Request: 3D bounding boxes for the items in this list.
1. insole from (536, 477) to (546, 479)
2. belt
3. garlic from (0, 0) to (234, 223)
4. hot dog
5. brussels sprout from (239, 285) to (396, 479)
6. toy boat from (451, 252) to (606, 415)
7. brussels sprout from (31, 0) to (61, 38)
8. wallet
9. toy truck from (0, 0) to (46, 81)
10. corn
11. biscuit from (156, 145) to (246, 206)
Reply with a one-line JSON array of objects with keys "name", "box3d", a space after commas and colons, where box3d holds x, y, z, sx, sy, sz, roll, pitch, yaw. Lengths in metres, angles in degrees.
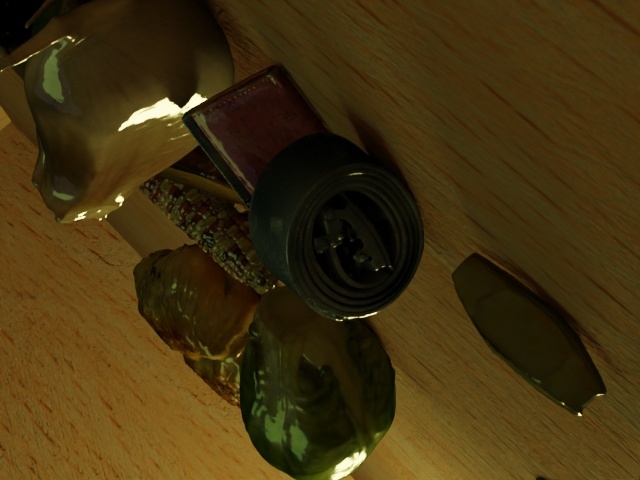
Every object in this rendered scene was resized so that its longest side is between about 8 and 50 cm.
[{"name": "insole", "box3d": [0.285, 0.305, 1.899, 0.045, 0.002, 0.135, 48, 170, -2]}, {"name": "belt", "box3d": [0.015, -0.010, 1.452, 0.082, 0.141, 0.190, 41, 170, 44]}, {"name": "garlic", "box3d": [-0.227, -0.194, 1.586, 0.340, 0.246, 0.231, 73, 171, -67]}, {"name": "hot dog", "box3d": [-0.150, 0.149, 2.670, 0.367, 0.196, 0.365, 44, 173, -7]}, {"name": "brussels sprout", "box3d": [-0.009, 0.190, 2.150, 0.210, 0.219, 0.271, 18, 133, 39]}, {"name": "toy boat", "box3d": [0.174, 0.077, 1.343, 0.172, 0.065, 0.066, 47, -170, 22]}, {"name": "brussels sprout", "box3d": [-0.259, -0.225, 1.840, 0.161, 0.143, 0.181, 11, 173, -16]}, {"name": "wallet", "box3d": [-0.024, -0.060, 1.558, 0.232, 0.119, 0.025, 53, -154, -23]}, {"name": "toy truck", "box3d": [-0.361, -0.264, 2.123, 0.367, 0.146, 0.175, 48, 178, 20]}, {"name": "corn", "box3d": [-0.155, -0.037, 2.239, 0.290, 0.098, 0.098, 42, 169, 17]}, {"name": "biscuit", "box3d": [-0.178, -0.097, 1.888, 0.318, 0.040, 0.318, 21, 177, 1]}]
